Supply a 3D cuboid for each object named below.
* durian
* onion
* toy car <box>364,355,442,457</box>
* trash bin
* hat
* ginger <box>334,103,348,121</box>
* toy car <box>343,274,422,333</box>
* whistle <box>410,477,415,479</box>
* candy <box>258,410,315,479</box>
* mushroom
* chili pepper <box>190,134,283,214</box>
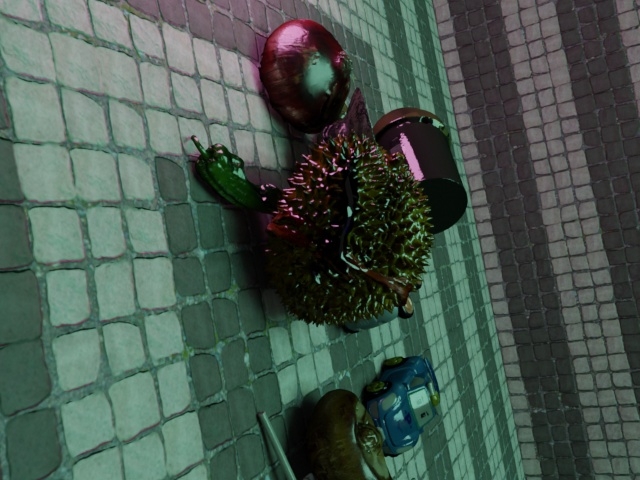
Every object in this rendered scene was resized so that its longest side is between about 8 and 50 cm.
[{"bbox_3d":[0.053,-0.008,1.177,0.347,0.385,0.347,34,10,-7],"label":"durian"},{"bbox_3d":[-0.005,-0.382,1.383,0.272,0.195,0.272,-9,101,-53],"label":"onion"},{"bbox_3d":[0.233,0.435,1.575,0.314,0.165,0.199,-29,102,-62],"label":"toy car"},{"bbox_3d":[0.227,-0.186,1.434,0.214,0.214,0.334,51,18,-42],"label":"trash bin"},{"bbox_3d":[0.055,-0.209,1.364,0.265,0.128,0.266,169,-90,-85],"label":"hat"},{"bbox_3d":[0.038,-0.332,1.564,0.080,0.104,0.204,19,46,-43],"label":"ginger"},{"bbox_3d":[0.123,0.089,1.491,0.213,0.180,0.270,58,32,-17],"label":"toy car"},{"bbox_3d":[0.172,0.666,1.460,0.235,0.077,0.114,0,108,-57],"label":"whistle"},{"bbox_3d":[-0.038,0.488,1.105,0.366,0.124,0.124,65,27,-1],"label":"candy"},{"bbox_3d":[0.059,0.429,1.203,0.253,0.153,0.253,-21,90,-87],"label":"mushroom"},{"bbox_3d":[-0.155,-0.112,1.132,0.257,0.074,0.100,41,41,-57],"label":"chili pepper"}]
